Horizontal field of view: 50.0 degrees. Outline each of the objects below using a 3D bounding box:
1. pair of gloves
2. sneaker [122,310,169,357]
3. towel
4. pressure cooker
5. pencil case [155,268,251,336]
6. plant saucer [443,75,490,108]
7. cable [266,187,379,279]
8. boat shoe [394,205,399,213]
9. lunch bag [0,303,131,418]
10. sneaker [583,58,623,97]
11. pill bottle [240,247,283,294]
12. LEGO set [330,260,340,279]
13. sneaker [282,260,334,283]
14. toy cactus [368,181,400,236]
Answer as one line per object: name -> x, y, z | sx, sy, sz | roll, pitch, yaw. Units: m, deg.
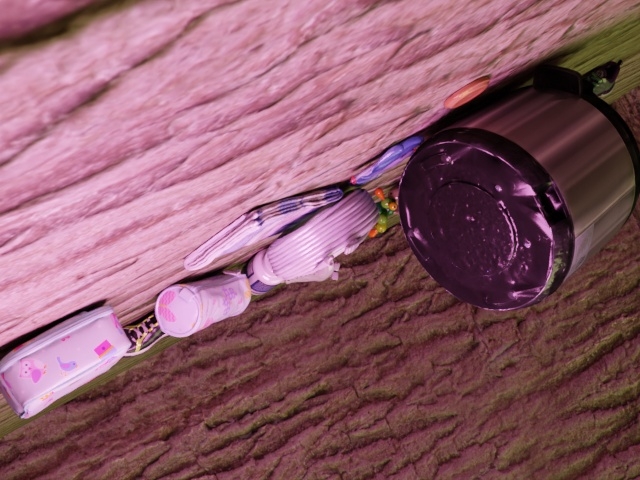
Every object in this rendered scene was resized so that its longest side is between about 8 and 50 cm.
pair of gloves -> 0.123, -0.151, 1.321 | 0.159, 0.023, 0.198 | -31, 176, 2
sneaker -> -0.412, 0.200, 1.694 | 0.234, 0.084, 0.097 | -27, 151, -30
towel -> -0.100, -0.025, 1.268 | 0.209, 0.034, 0.285 | -32, 175, 36
pressure cooker -> 0.406, -0.100, 1.339 | 0.420, 0.376, 0.370 | -32, 175, -34
pencil case -> -0.259, 0.137, 1.558 | 0.124, 0.113, 0.273 | -42, 171, 19
plant saucer -> 0.240, -0.239, 1.119 | 0.083, 0.013, 0.083 | -28, 175, -3
cable -> 0.001, -0.014, 1.413 | 0.257, 0.089, 0.257 | -27, -170, 40
boat shoe -> 0.292, -0.139, 2.081 | 0.223, 0.080, 0.073 | -32, 171, -15
lunch bag -> -0.458, 0.215, 1.232 | 0.224, 0.108, 0.279 | -32, 179, -30
sneaker -> 0.691, -0.404, 1.794 | 0.223, 0.083, 0.098 | -32, 156, -19
pill bottle -> -0.134, 0.073, 1.722 | 0.094, 0.094, 0.169 | -26, 175, -29
LEGO set -> -0.011, 0.052, 2.276 | 0.087, 0.093, 0.227 | 10, -171, -23
sneaker -> -0.067, 0.094, 2.122 | 0.123, 0.106, 0.290 | -21, -178, -32
toy cactus -> 0.181, -0.104, 1.835 | 0.219, 0.112, 0.180 | -37, -170, 45
